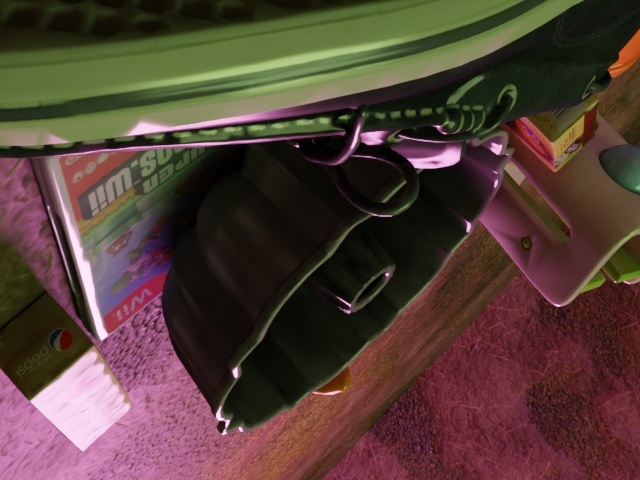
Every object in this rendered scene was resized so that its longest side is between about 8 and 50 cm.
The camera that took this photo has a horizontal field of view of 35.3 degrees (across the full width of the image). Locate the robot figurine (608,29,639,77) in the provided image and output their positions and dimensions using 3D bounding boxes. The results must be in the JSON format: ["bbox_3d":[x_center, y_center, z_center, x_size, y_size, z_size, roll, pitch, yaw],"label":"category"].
[{"bbox_3d":[0.304,-0.257,1.071,0.128,0.158,0.219,-9,156,-6],"label":"robot figurine"}]

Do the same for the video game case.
[{"bbox_3d":[-0.102,-0.048,0.727,0.204,0.025,0.285,-40,163,-22],"label":"video game case"}]

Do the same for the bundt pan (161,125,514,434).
[{"bbox_3d":[0.000,0.000,0.823,0.331,0.124,0.331,-41,163,-16],"label":"bundt pan"}]

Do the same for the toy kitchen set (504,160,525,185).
[{"bbox_3d":[0.086,-0.063,1.075,0.207,0.122,0.166,-4,140,-38],"label":"toy kitchen set"}]

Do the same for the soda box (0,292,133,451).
[{"bbox_3d":[-0.201,0.110,0.795,0.061,0.058,0.181,-42,163,-17],"label":"soda box"}]

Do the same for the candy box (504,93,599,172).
[{"bbox_3d":[0.141,-0.146,0.813,0.053,0.187,0.109,-45,165,4],"label":"candy box"}]

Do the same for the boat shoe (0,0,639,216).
[{"bbox_3d":[0.020,-0.106,0.480,0.500,0.187,0.156,-22,144,-42],"label":"boat shoe"}]

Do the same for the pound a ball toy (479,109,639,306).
[{"bbox_3d":[0.224,-0.110,0.966,0.208,0.319,0.136,-11,145,-39],"label":"pound a ball toy"}]

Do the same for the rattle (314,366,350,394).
[{"bbox_3d":[-0.026,0.159,1.231,0.130,0.142,0.200,-58,168,-38],"label":"rattle"}]
